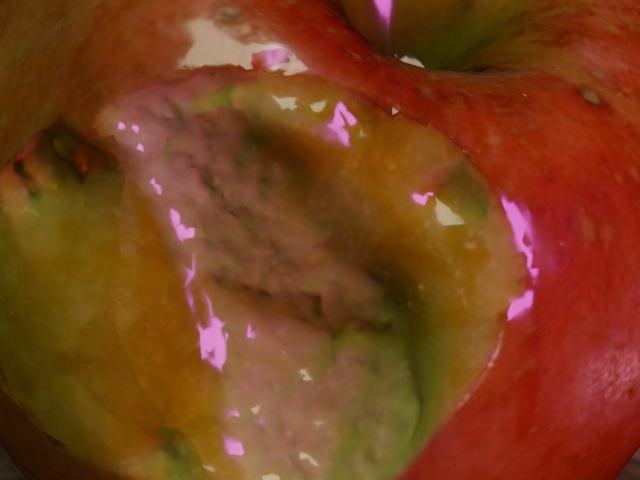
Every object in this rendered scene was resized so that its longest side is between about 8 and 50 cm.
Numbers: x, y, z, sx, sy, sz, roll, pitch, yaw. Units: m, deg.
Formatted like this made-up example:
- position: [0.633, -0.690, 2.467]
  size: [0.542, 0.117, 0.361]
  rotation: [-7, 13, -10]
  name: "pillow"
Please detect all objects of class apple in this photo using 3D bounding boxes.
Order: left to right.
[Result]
- position: [0.000, 0.000, 0.749]
  size: [0.340, 0.339, 0.339]
  rotation: [-1, 36, 1]
  name: "apple"
